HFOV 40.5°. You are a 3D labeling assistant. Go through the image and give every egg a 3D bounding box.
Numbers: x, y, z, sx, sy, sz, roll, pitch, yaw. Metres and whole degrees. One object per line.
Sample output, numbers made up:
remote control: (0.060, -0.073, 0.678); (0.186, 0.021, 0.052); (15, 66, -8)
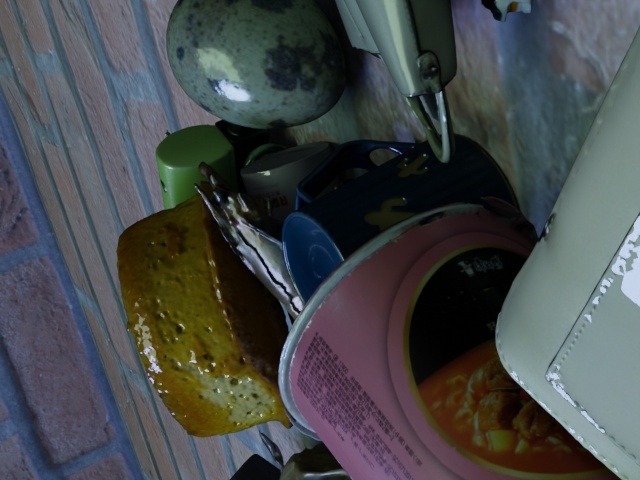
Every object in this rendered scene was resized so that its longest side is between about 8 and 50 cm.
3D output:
egg: (-0.057, -0.173, 0.796); (0.181, 0.141, 0.141); (29, 140, 24)

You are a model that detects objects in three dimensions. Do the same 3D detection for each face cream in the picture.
face cream: (-0.006, 0.013, 0.908); (0.096, 0.095, 0.214); (11, 121, 60)

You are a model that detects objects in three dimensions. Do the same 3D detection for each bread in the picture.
bread: (-0.109, 0.072, 0.883); (0.268, 0.145, 0.269); (162, 90, -88)

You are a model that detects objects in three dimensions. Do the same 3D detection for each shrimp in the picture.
shrimp: (0.000, 0.000, 0.784); (0.251, 0.143, 0.052); (41, 174, -16)

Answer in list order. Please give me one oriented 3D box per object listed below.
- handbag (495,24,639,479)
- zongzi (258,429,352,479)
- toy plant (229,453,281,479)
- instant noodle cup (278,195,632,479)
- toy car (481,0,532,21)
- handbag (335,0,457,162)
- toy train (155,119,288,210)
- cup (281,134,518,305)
handbag: (0.224, -0.017, 0.347); (0.236, 0.160, 0.359); (37, 145, 20)
zongzi: (0.109, 0.244, 0.906); (0.467, 0.218, 0.500); (-66, 26, 17)
toy plant: (0.014, 0.475, 1.171); (0.400, 0.185, 0.279); (40, 158, 8)
instant noodle cup: (0.125, 0.139, 0.571); (0.255, 0.243, 0.244); (52, 153, 43)
toy car: (0.098, -0.233, 0.514); (0.095, 0.056, 0.205); (-83, -16, -66)
handbag: (0.028, -0.197, 0.597); (0.241, 0.109, 0.316); (-105, 2, -68)
toy train: (-0.117, -0.036, 1.009); (0.105, 0.157, 0.253); (50, 153, 36)
cup: (0.049, -0.012, 0.709); (0.176, 0.155, 0.131); (45, 147, 34)
